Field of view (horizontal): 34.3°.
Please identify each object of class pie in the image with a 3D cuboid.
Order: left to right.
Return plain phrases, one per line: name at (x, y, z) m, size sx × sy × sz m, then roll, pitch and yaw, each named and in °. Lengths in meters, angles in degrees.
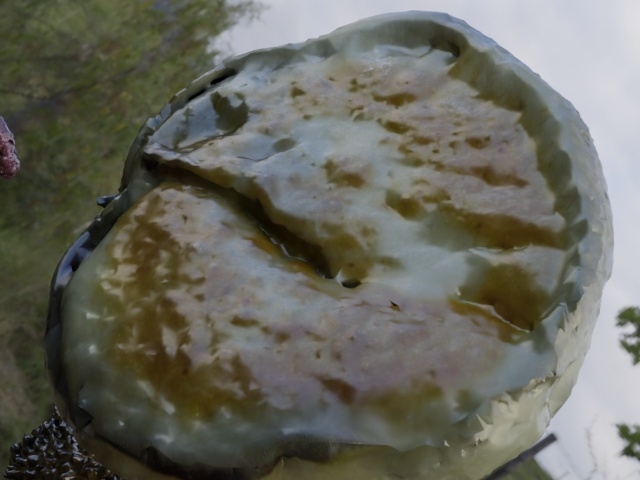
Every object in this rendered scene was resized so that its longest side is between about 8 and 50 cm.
pie at (-0.406, -0.134, 1.216) m, size 0.154 × 0.036 × 0.154 m, roll 36°, pitch -33°, yaw 28°
pie at (0.000, 0.000, 0.573) m, size 0.339 × 0.339 × 0.077 m, roll 50°, pitch -15°, yaw 43°

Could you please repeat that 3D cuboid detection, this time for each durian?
durian at (-0.170, 0.158, 0.720) m, size 0.091 × 0.188 × 0.148 m, roll 57°, pitch 34°, yaw 5°
